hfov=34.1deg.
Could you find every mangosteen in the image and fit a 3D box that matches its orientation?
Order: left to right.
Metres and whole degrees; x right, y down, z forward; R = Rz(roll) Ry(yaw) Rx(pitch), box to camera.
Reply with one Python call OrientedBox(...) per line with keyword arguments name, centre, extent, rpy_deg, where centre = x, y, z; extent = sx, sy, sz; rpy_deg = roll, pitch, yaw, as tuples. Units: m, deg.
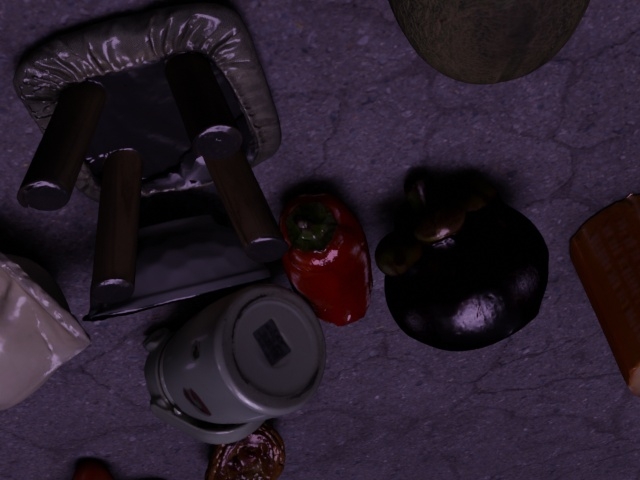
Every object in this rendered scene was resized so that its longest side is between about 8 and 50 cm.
OrientedBox(name="mangosteen", centre=(0.219, 0.032, 1.652), extent=(0.287, 0.287, 0.233), rpy_deg=(-25, 169, 13))

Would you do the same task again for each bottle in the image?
OrientedBox(name="bottle", centre=(-0.162, 0.218, 1.731), extent=(0.229, 0.229, 0.352), rpy_deg=(15, 155, -32))

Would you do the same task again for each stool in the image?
OrientedBox(name="stool", centre=(-0.203, -0.106, 1.337), extent=(0.310, 0.226, 0.310), rpy_deg=(-16, 144, 4))

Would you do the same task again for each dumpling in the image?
OrientedBox(name="dumpling", centre=(-0.545, 0.110, 1.567), extent=(0.395, 0.233, 0.315), rpy_deg=(-20, 112, 30))

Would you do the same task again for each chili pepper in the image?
OrientedBox(name="chili pepper", centre=(-0.002, -0.004, 1.600), extent=(0.131, 0.134, 0.338), rpy_deg=(-53, 151, -20))

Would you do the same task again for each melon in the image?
OrientedBox(name="melon", centre=(0.191, -0.317, 1.180), extent=(0.248, 0.248, 0.329), rpy_deg=(-13, 146, -2))

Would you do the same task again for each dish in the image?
OrientedBox(name="dish", centre=(-0.222, 0.034, 1.543), extent=(0.303, 0.120, 0.303), rpy_deg=(-13, 179, 0))

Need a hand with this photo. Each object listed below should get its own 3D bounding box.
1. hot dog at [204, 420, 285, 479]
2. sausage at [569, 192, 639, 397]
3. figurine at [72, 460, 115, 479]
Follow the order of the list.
OrientedBox(name="hot dog", centre=(-0.159, 0.451, 2.158), extent=(0.160, 0.099, 0.227), rpy_deg=(-3, 138, -15))
OrientedBox(name="sausage", centre=(0.583, 0.097, 1.787), extent=(0.233, 0.287, 0.233), rpy_deg=(-8, 143, -6))
OrientedBox(name="figurine", centre=(-0.470, 0.624, 2.181), extent=(0.261, 0.211, 0.270), rpy_deg=(-33, 138, 23))
